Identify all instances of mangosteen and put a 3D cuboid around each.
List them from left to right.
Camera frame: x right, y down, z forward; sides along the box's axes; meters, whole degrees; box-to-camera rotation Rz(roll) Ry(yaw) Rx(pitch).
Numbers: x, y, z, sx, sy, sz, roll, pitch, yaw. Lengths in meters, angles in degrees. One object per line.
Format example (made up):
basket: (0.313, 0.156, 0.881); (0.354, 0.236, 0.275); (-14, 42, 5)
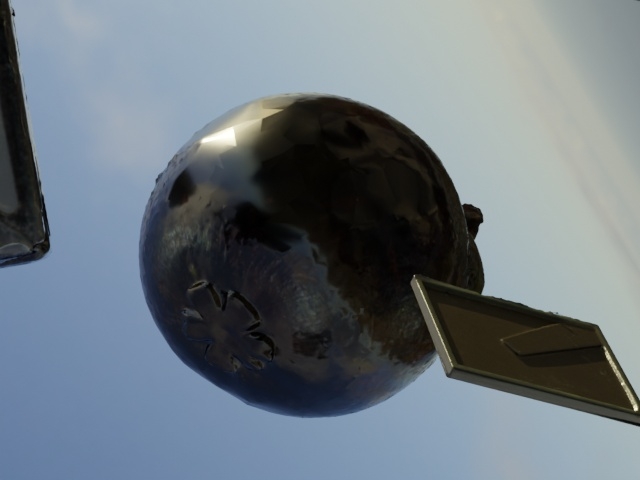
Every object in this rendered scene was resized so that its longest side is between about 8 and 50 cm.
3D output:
mangosteen: (-0.007, 0.006, 1.596); (0.330, 0.330, 0.330); (57, -171, -14)

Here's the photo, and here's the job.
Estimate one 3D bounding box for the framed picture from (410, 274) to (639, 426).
framed picture: (0.138, 0.072, 1.156); (0.149, 0.011, 0.109); (16, -152, -20)

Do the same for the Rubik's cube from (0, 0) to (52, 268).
Rubik's cube: (-0.323, -0.085, 1.168); (0.259, 0.260, 0.254); (162, 99, -84)
